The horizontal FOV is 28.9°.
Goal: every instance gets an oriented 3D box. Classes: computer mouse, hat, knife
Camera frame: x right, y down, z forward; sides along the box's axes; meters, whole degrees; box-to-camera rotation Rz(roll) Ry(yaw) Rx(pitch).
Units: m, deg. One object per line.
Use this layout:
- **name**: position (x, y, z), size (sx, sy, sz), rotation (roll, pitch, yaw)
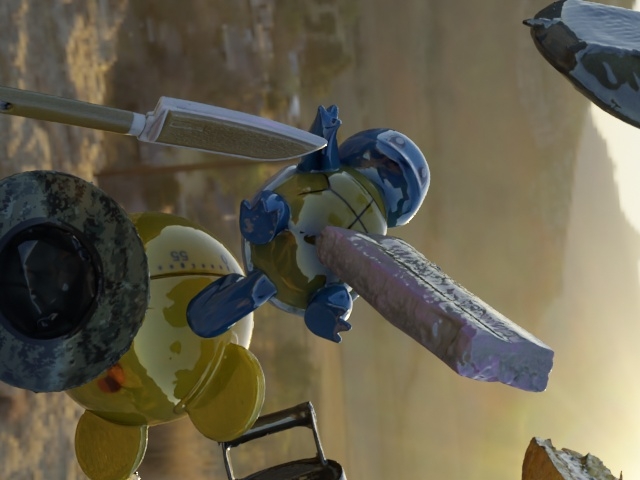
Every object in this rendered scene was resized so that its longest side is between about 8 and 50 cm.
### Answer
- **computer mouse**: position (0.410, -0.197, 1.502), size (0.188, 0.371, 0.121), rotation (-92, -164, -59)
- **hat**: position (-0.341, 0.048, 1.529), size (0.128, 0.266, 0.265), rotation (179, -95, -73)
- **knife**: position (-0.112, -0.083, 0.890), size (0.046, 0.256, 0.022), rotation (-55, -143, 43)

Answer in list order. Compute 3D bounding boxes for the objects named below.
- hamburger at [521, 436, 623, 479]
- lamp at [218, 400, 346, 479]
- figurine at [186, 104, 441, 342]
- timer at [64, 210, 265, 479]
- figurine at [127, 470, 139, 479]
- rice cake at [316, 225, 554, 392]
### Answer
- **hamburger**: position (0.363, 0.388, 1.750), size (0.283, 0.144, 0.156), rotation (-119, -139, -78)
- **lamp**: position (-0.036, 0.471, 1.898), size (0.374, 0.205, 0.272), rotation (-106, -179, -61)
- **figurine**: position (0.004, 0.002, 1.709), size (0.298, 0.416, 0.243), rotation (51, -14, -5)
- **timer**: position (-0.262, 0.162, 1.938), size (0.376, 0.376, 0.386), rotation (51, 21, -70)
- **figurine**: position (-0.350, 0.491, 2.080), size (0.137, 0.112, 0.229), rotation (100, 5, -46)
- **rice cake**: position (0.104, 0.058, 1.237), size (0.298, 0.106, 0.050), rotation (39, -65, 53)
